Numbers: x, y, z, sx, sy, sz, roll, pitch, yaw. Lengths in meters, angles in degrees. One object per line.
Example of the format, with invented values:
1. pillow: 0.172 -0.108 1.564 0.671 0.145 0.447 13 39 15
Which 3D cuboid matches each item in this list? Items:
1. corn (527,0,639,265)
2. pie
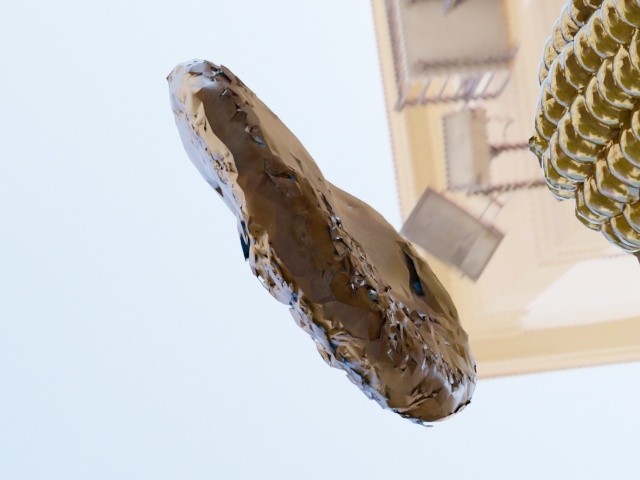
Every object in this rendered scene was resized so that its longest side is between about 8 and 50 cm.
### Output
1. corn: 0.184 -0.118 0.601 0.144 0.387 0.144 7 -122 -11
2. pie: 0.000 0.001 1.021 0.069 0.273 0.273 -42 -96 7
